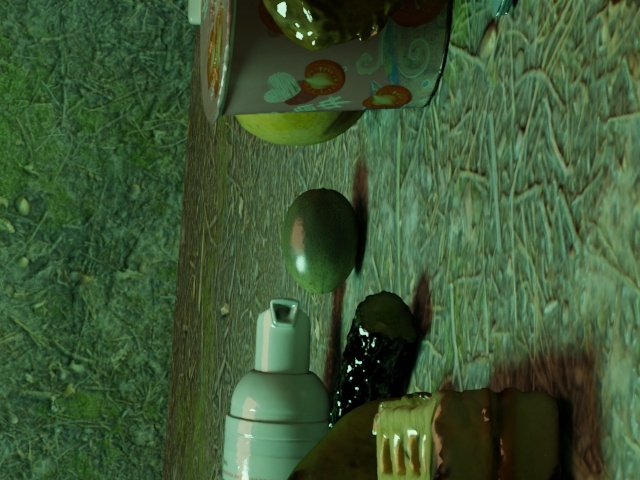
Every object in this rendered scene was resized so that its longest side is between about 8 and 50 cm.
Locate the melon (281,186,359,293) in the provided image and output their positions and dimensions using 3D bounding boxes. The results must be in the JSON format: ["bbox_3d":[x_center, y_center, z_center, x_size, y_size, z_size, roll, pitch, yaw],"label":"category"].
[{"bbox_3d":[0.000,0.000,1.973,0.098,0.098,0.130,-165,80,-78],"label":"melon"}]

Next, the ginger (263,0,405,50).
[{"bbox_3d":[0.056,-0.382,1.492,0.254,0.176,0.418,-122,51,-67],"label":"ginger"}]

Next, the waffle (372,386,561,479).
[{"bbox_3d":[0.111,0.311,1.328,0.261,0.114,0.376,154,117,-77],"label":"waffle"}]

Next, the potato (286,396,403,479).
[{"bbox_3d":[0.015,0.259,1.551,0.160,0.111,0.271,109,-174,-51],"label":"potato"}]

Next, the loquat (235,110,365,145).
[{"bbox_3d":[-0.022,-0.209,1.887,0.213,0.213,0.213,-178,90,-79],"label":"loquat"}]

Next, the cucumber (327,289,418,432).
[{"bbox_3d":[0.048,0.180,1.766,0.081,0.072,0.303,-100,16,-44],"label":"cucumber"}]

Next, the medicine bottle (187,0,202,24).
[{"bbox_3d":[-0.084,-0.458,2.186,0.208,0.208,0.339,-147,60,-77],"label":"medicine bottle"}]

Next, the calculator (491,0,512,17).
[{"bbox_3d":[0.155,-0.274,1.452,0.057,0.018,0.172,105,163,-47],"label":"calculator"}]

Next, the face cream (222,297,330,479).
[{"bbox_3d":[-0.051,0.255,2.074,0.145,0.145,0.369,-168,82,-78],"label":"face cream"}]

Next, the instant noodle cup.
[{"bbox_3d":[-0.001,-0.235,1.680,0.243,0.231,0.243,-177,90,-79],"label":"instant noodle cup"}]
